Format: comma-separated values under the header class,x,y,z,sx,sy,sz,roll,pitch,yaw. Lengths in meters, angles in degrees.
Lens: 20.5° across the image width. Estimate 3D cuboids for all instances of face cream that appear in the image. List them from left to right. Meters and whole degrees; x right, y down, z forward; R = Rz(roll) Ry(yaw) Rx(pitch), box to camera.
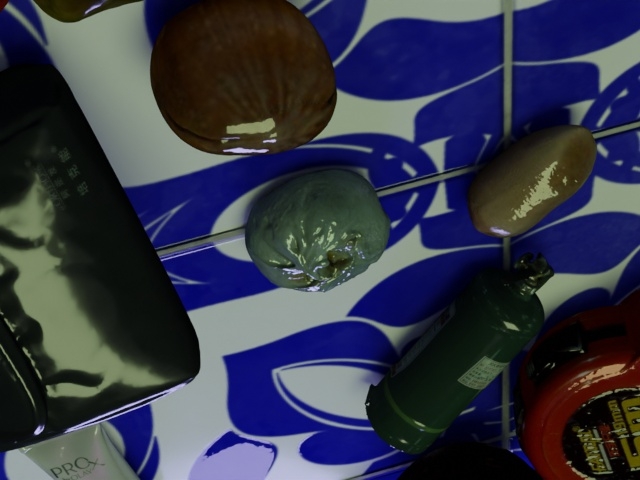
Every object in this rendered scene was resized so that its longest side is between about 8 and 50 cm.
class,x,y,z,sx,sy,sz,roll,pitch,yaw
face cream,-0.229,0.269,1.924,0.092,0.058,0.243,-23,136,10

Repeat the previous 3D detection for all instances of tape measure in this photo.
class,x,y,z,sx,sy,sz,roll,pitch,yaw
tape measure,0.341,0.175,1.975,0.260,0.114,0.253,-16,124,12

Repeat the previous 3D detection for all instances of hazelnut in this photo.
class,x,y,z,sx,sy,sz,roll,pitch,yaw
hazelnut,-0.062,-0.126,1.457,0.150,0.150,0.150,-12,141,-10

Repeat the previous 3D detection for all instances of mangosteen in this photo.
class,x,y,z,sx,sy,sz,roll,pitch,yaw
mangosteen,0.176,0.347,2.087,0.228,0.228,0.265,-24,179,4

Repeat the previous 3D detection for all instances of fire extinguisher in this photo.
class,x,y,z,sx,sy,sz,roll,pitch,yaw
fire extinguisher,0.162,0.101,1.870,0.118,0.093,0.294,-14,149,-52

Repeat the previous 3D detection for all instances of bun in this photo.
class,x,y,z,sx,sy,sz,roll,pitch,yaw
bun,0.000,0.000,1.681,0.141,0.083,0.141,-13,144,-10

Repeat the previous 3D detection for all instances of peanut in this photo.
class,x,y,z,sx,sy,sz,roll,pitch,yaw
peanut,0.203,-0.059,1.712,0.152,0.076,0.076,-39,138,25

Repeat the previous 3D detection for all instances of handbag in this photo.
class,x,y,z,sx,sy,sz,roll,pitch,yaw
handbag,-0.276,0.040,1.475,0.275,0.178,0.301,-26,117,-1

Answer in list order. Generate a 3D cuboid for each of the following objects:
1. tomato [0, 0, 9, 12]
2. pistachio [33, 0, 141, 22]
class,x,y,z,sx,sy,sz,roll,pitch,yaw
tomato,-0.337,-0.234,1.141,0.299,0.226,0.298,-7,142,-5
pistachio,-0.155,-0.226,1.330,0.110,0.100,0.189,9,132,-27
